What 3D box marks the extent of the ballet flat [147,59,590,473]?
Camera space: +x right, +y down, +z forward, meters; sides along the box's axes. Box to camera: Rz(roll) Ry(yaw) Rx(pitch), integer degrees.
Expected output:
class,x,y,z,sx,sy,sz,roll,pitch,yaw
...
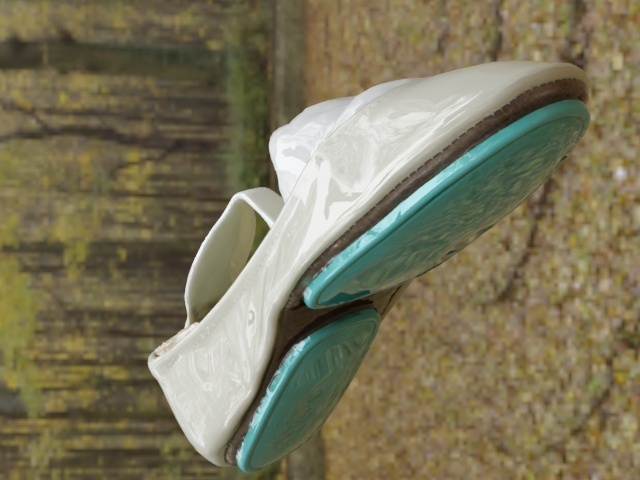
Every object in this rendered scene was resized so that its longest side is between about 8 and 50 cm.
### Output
class,x,y,z,sx,sy,sz,roll,pitch,yaw
ballet flat,0.000,0.000,0.470,0.248,0.086,0.086,-53,31,43
